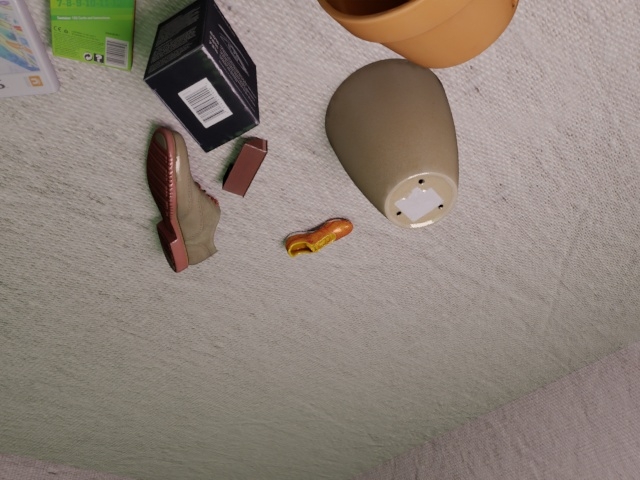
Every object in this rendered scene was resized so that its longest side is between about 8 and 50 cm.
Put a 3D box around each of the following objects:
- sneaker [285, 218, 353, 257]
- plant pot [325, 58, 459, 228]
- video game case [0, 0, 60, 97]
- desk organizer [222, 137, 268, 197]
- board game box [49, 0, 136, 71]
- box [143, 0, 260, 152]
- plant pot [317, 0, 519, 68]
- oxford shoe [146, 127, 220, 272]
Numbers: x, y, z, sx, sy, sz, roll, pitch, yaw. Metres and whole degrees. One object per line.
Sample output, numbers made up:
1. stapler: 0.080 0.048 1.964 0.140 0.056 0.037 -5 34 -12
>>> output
1. sneaker: 0.000 0.000 1.213 0.175 0.067 0.064 -21 133 9
2. plant pot: 0.154 -0.158 0.937 0.257 0.274 0.256 -6 136 -5
3. video game case: -0.616 -0.366 0.758 0.300 0.036 0.329 -7 135 -4
4. desk organizer: -0.160 -0.157 1.042 0.050 0.047 0.130 18 129 -23
5. board game box: -0.352 -0.401 0.772 0.124 0.039 0.259 7 135 -18
6. box: -0.184 -0.274 0.807 0.108 0.207 0.153 -24 133 14
7. plant pot: 0.162 -0.393 0.724 0.291 0.290 0.203 -36 146 24
8. oxford shoe: -0.285 -0.090 1.064 0.130 0.123 0.348 -20 140 -28
